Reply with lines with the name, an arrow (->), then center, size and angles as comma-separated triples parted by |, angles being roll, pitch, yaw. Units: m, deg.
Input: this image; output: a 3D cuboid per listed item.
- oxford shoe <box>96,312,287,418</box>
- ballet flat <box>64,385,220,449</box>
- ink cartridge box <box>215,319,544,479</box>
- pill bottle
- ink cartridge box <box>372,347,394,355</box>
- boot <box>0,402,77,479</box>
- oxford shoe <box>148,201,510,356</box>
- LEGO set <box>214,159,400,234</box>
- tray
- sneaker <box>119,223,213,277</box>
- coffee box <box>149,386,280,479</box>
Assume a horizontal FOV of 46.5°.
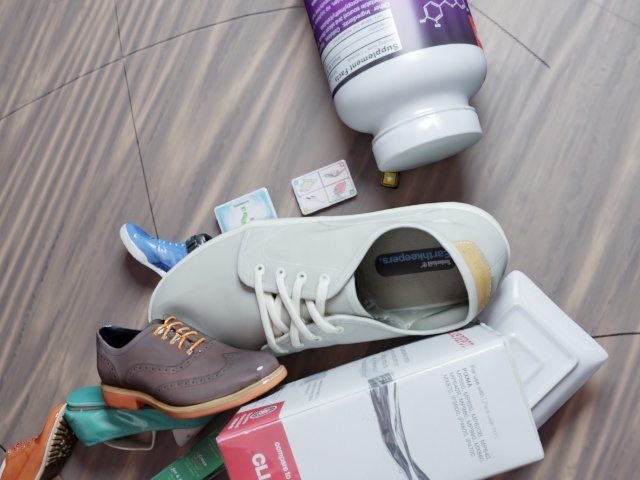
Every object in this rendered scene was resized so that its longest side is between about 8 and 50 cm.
oxford shoe -> -0.162, 0.137, 0.850 | 0.271, 0.097, 0.098 | -7, 104, 31
ballet flat -> -0.205, 0.223, 0.958 | 0.247, 0.083, 0.087 | -9, 108, 12
ink cartridge box -> 0.058, 0.181, 0.738 | 0.272, 0.197, 0.114 | -20, 88, 3
pill bottle -> 0.082, -0.253, 0.869 | 0.181, 0.181, 0.323 | -18, 83, 11
ink cartridge box -> 0.174, 0.153, 0.887 | 0.207, 0.046, 0.097 | -19, 83, 10
boot -> -0.380, 0.279, 0.995 | 0.084, 0.059, 0.158 | 24, 92, 18
oxford shoe -> -0.013, 0.058, 0.846 | 0.449, 0.130, 0.169 | -12, 108, 20
LEGO set -> 0.000, 0.000, 0.933 | 0.244, 0.060, 0.183 | -21, 85, 10
tray -> 0.179, 0.177, 0.846 | 0.145, 0.030, 0.270 | 45, 97, 10
sneaker -> -0.184, 0.011, 0.968 | 0.152, 0.058, 0.085 | 42, 101, 8
coffee box -> -0.110, 0.247, 0.910 | 0.184, 0.113, 0.040 | -39, 76, 8
